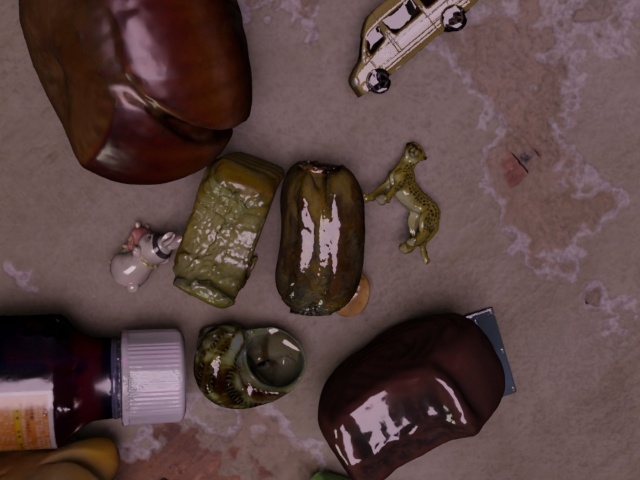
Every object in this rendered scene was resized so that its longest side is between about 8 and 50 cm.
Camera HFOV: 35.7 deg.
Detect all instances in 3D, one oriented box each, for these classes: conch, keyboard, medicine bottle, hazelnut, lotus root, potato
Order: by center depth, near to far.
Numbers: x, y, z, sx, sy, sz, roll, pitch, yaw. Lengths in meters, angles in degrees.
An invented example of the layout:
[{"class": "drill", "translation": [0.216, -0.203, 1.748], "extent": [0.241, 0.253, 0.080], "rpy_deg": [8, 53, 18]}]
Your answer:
[{"class": "hazelnut", "translation": [-0.273, -0.293, 1.545], "extent": [0.359, 0.359, 0.409], "rpy_deg": [-22, 107, 4]}, {"class": "lotus root", "translation": [0.000, 0.000, 1.716], "extent": [0.152, 0.160, 0.275], "rpy_deg": [4, 102, -15]}, {"class": "medicine bottle", "translation": [-0.430, 0.246, 1.727], "extent": [0.395, 0.242, 0.243], "rpy_deg": [1, 104, -6]}, {"class": "potato", "translation": [0.056, 0.098, 1.791], "extent": [0.068, 0.062, 0.083], "rpy_deg": [7, 131, -32]}, {"class": "conch", "translation": [-0.140, 0.218, 1.792], "extent": [0.187, 0.124, 0.181], "rpy_deg": [-36, 92, -21]}, {"class": "keyboard", "translation": [0.317, 0.212, 1.850], "extent": [0.055, 0.014, 0.176], "rpy_deg": [-18, 104, 3]}]

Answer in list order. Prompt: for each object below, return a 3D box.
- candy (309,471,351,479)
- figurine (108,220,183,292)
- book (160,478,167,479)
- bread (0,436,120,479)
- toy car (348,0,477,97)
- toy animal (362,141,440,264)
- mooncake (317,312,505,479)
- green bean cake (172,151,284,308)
[{"class": "candy", "translation": [0.115, 0.553, 1.874], "extent": [0.343, 0.132, 0.142], "rpy_deg": [22, 87, -7]}, {"class": "figurine", "translation": [-0.311, 0.011, 1.741], "extent": [0.146, 0.081, 0.098], "rpy_deg": [-46, 75, 20]}, {"class": "book", "translation": [-0.221, 0.624, 1.942], "extent": [0.322, 0.018, 0.228], "rpy_deg": [29, 103, -8]}, {"class": "bread", "translation": [-0.573, 0.472, 1.760], "extent": [0.424, 0.245, 0.329], "rpy_deg": [-12, 148, 8]}, {"class": "toy car", "translation": [0.136, -0.353, 1.658], "extent": [0.256, 0.101, 0.124], "rpy_deg": [-39, 97, 7]}, {"class": "toy animal", "translation": [0.168, -0.064, 1.744], "extent": [0.136, 0.073, 0.181], "rpy_deg": [-43, 103, -26]}, {"class": "mooncake", "translation": [0.140, 0.270, 1.714], "extent": [0.326, 0.334, 0.174], "rpy_deg": [-19, 107, 45]}, {"class": "green bean cake", "translation": [-0.155, -0.026, 1.671], "extent": [0.124, 0.233, 0.236], "rpy_deg": [21, 102, 0]}]
